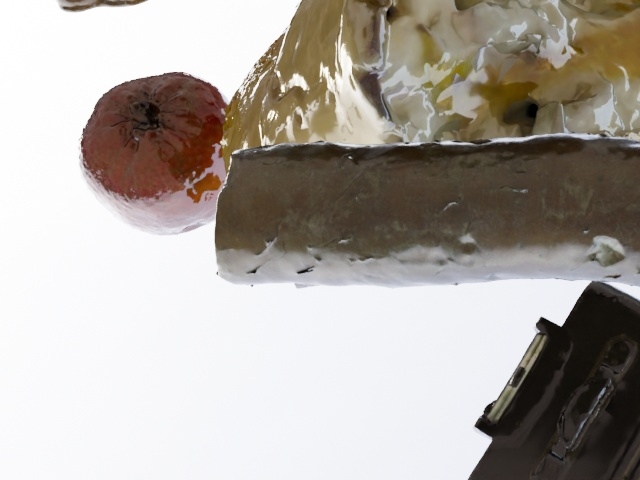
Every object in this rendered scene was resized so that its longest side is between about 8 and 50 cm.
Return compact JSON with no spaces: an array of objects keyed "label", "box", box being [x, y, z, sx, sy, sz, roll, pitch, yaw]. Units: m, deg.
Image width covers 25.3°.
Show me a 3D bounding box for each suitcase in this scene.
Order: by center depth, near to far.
[{"label":"suitcase","box":[0.296,0.230,1.417,0.194,0.434,0.283,28,-101,29]}]

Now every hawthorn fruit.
[{"label":"hawthorn fruit","box":[-0.135,-0.068,1.446,0.165,0.285,0.165,-3,-104,14]}]

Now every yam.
[{"label":"yam","box":[0.080,-0.012,0.499,0.252,0.061,0.061,-1,-129,17]}]

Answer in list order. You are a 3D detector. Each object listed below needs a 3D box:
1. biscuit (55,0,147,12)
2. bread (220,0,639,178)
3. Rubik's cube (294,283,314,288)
[{"label":"biscuit","box":[-0.228,-0.437,1.942,0.381,0.074,0.359,-10,-135,14]},{"label":"bread","box":[0.094,-0.138,1.147,0.361,0.394,0.250,-10,-98,-29]},{"label":"Rubik's cube","box":[0.000,0.003,1.480,0.073,0.084,0.075,-6,-130,29]}]
